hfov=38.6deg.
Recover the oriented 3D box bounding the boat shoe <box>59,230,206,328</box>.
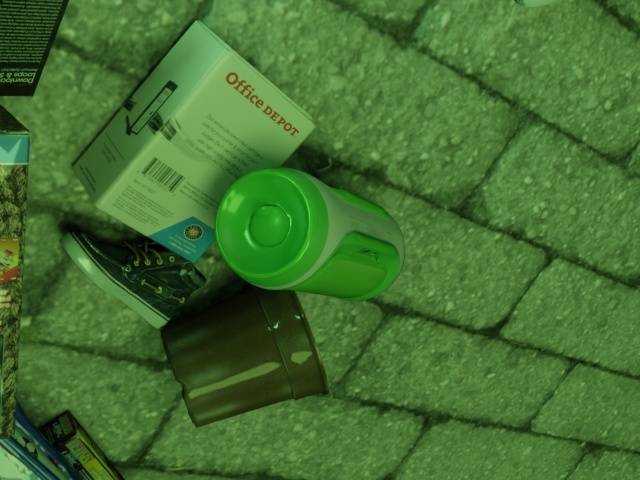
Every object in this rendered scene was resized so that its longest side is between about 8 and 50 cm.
[{"bbox_3d":[-0.203,0.023,1.009,0.083,0.065,0.183,-43,141,-1],"label":"boat shoe"}]

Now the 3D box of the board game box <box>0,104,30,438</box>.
[{"bbox_3d":[-0.390,0.027,0.788,0.232,0.141,0.291,-2,110,-32],"label":"board game box"}]

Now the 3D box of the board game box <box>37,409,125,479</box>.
[{"bbox_3d":[-0.333,0.310,1.144,0.141,0.048,0.170,-32,133,-12],"label":"board game box"}]

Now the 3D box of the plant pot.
[{"bbox_3d":[-0.095,0.138,1.102,0.165,0.167,0.167,-21,132,-9],"label":"plant pot"}]

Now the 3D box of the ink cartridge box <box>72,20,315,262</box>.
[{"bbox_3d":[-0.128,-0.098,0.946,0.203,0.086,0.148,-48,135,6],"label":"ink cartridge box"}]

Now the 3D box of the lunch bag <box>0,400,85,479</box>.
[{"bbox_3d":[-0.395,0.284,0.996,0.243,0.115,0.303,-36,117,-2],"label":"lunch bag"}]

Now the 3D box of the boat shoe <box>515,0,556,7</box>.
[{"bbox_3d":[0.318,-0.352,1.063,0.228,0.080,0.076,-25,135,-6],"label":"boat shoe"}]

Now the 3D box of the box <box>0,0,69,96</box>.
[{"bbox_3d":[-0.280,-0.187,0.774,0.116,0.029,0.162,-9,145,-43],"label":"box"}]

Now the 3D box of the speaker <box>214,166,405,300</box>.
[{"bbox_3d":[0.000,0.000,1.009,0.131,0.131,0.296,-51,159,9],"label":"speaker"}]
